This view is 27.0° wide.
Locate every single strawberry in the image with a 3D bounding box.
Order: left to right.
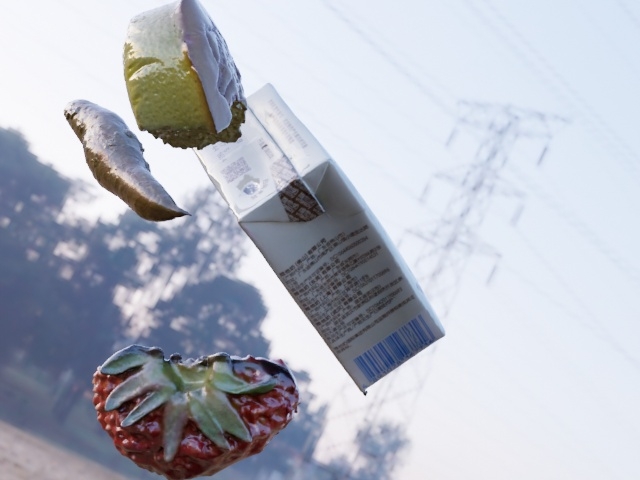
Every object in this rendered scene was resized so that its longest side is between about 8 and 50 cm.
[{"bbox_3d":[-0.138,0.217,1.531,0.233,0.137,0.306,-1,-20,-2],"label":"strawberry"}]

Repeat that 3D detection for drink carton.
[{"bbox_3d":[0.000,0.000,1.523,0.324,0.132,0.194,54,-1,-40],"label":"drink carton"}]

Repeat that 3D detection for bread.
[{"bbox_3d":[-0.112,-0.139,1.102,0.086,0.125,0.156,-15,0,6],"label":"bread"}]

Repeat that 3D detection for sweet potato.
[{"bbox_3d":[-0.217,-0.085,1.437,0.274,0.067,0.067,45,4,41],"label":"sweet potato"}]
